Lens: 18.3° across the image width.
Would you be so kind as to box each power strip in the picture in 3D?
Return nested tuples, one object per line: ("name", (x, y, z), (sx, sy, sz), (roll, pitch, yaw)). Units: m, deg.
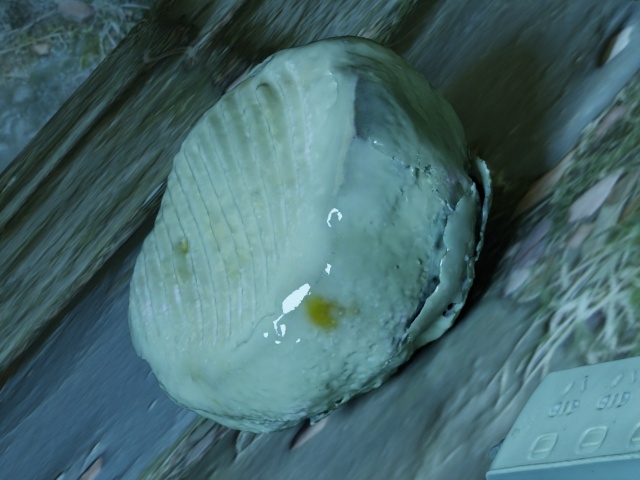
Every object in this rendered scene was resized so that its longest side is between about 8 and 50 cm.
("power strip", (0.138, 0.076, 0.828), (0.060, 0.027, 0.252), (-56, 18, -26))

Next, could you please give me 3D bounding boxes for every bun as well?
("bun", (0.000, 0.000, 1.141), (0.239, 0.141, 0.239), (-32, 46, 40))
